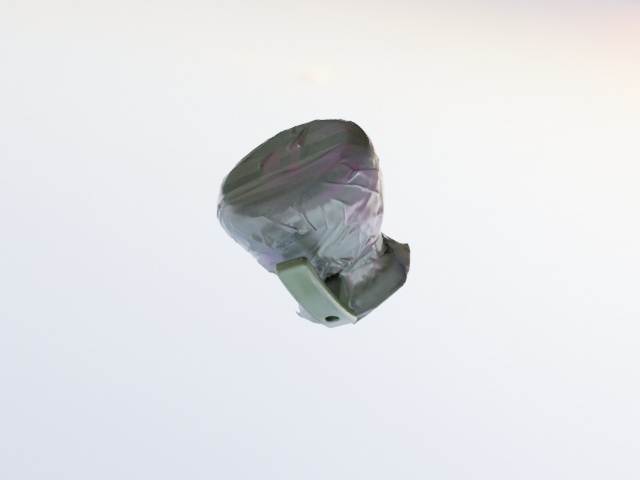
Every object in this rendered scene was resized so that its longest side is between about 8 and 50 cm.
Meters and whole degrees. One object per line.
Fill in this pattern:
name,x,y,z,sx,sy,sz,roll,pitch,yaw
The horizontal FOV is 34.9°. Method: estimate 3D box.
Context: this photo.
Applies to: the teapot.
teapot,0.000,0.000,0.378,0.064,0.064,0.083,-21,-148,17
